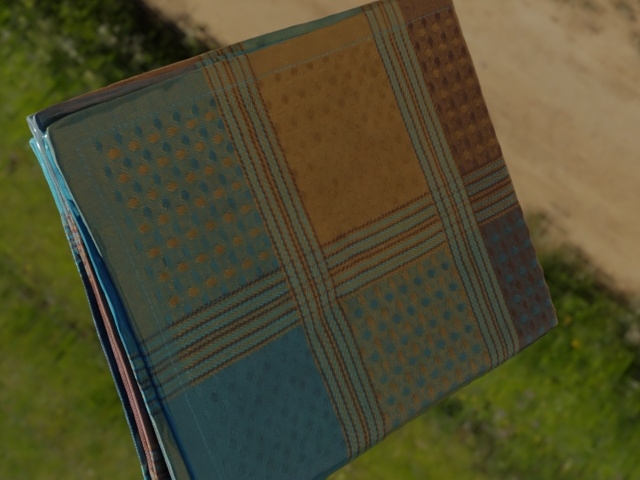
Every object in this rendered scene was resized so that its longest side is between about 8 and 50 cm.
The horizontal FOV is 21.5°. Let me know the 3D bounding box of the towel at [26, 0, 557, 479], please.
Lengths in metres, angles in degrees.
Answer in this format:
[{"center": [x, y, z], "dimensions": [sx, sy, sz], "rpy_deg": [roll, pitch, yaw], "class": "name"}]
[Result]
[{"center": [0.000, 0.000, 1.068], "dimensions": [0.040, 0.370, 0.271], "rpy_deg": [-10, 101, 45], "class": "towel"}]
